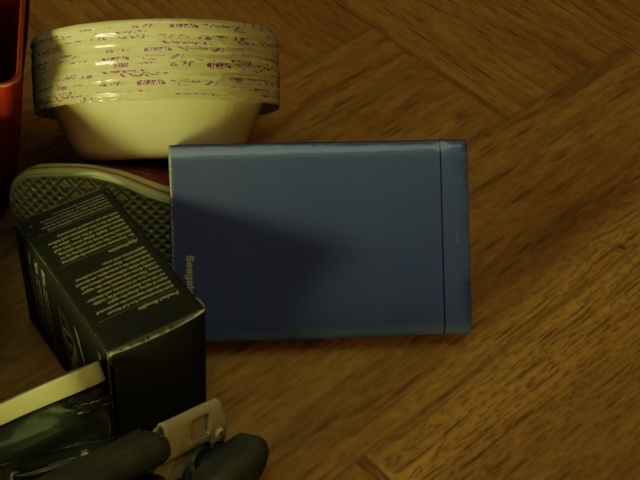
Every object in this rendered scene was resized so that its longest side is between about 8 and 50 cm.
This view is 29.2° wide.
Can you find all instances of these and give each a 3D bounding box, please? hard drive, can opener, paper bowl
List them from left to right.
[{"bbox_3d":[-0.187,-0.163,1.415,0.284,0.284,0.148,-1,91,-5],"label":"paper bowl"},{"bbox_3d":[-0.141,0.209,1.086,0.095,0.076,0.283,7,11,25],"label":"can opener"},{"bbox_3d":[0.000,0.000,1.318,0.318,0.040,0.210,-2,91,-6],"label":"hard drive"}]

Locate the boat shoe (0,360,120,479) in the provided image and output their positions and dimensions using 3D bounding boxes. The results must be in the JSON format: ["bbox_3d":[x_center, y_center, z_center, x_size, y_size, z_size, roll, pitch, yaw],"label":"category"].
[{"bbox_3d":[-0.336,0.228,1.112,0.340,0.127,0.113,-25,91,-9],"label":"boat shoe"}]

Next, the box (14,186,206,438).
[{"bbox_3d":[-0.211,0.075,1.243,0.108,0.153,0.207,-25,54,-26],"label":"box"}]

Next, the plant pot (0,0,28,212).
[{"bbox_3d":[-0.458,-0.168,1.395,0.267,0.236,0.267,-2,47,-7],"label":"plant pot"}]

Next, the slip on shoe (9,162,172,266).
[{"bbox_3d":[-0.180,-0.037,1.385,0.331,0.123,0.101,3,30,-5],"label":"slip on shoe"}]
